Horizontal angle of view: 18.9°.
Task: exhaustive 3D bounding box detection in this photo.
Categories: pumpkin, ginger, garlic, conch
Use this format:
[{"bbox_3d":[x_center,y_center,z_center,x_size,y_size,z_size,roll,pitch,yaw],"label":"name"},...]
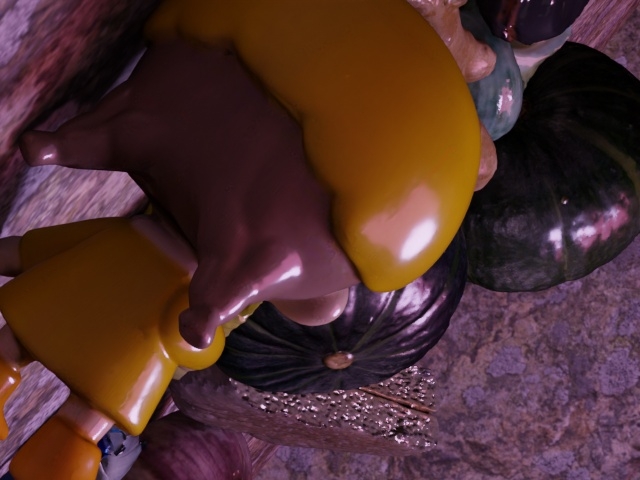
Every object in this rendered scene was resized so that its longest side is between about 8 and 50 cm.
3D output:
[{"bbox_3d":[0.000,0.021,1.656,0.250,0.216,0.250,-20,144,-15],"label":"pumpkin"},{"bbox_3d":[0.214,-0.075,2.011,0.300,0.300,0.207,-47,138,-28],"label":"pumpkin"},{"bbox_3d":[0.091,-0.140,1.713,0.334,0.148,0.081,88,3,-57],"label":"ginger"},{"bbox_3d":[-0.164,0.285,2.006,0.245,0.160,0.245,-45,179,-1],"label":"garlic"},{"bbox_3d":[0.159,-0.186,1.869,0.188,0.122,0.176,-47,153,-48],"label":"conch"}]

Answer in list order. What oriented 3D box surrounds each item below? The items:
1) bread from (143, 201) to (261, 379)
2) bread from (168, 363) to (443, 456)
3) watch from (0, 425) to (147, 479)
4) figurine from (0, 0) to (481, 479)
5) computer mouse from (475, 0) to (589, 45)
[{"bbox_3d":[-0.093,0.025,1.409,0.114,0.111,0.129,-52,175,36],"label":"bread"},{"bbox_3d":[-0.036,0.145,1.918,0.337,0.183,0.102,23,70,-43],"label":"bread"},{"bbox_3d":[-0.269,0.269,1.670,0.274,0.068,0.276,-47,172,-31],"label":"watch"},{"bbox_3d":[-0.063,-0.003,1.076,0.344,0.215,0.187,-50,169,0],"label":"figurine"},{"bbox_3d":[0.211,-0.311,1.598,0.323,0.116,0.183,-59,167,-16],"label":"computer mouse"}]
